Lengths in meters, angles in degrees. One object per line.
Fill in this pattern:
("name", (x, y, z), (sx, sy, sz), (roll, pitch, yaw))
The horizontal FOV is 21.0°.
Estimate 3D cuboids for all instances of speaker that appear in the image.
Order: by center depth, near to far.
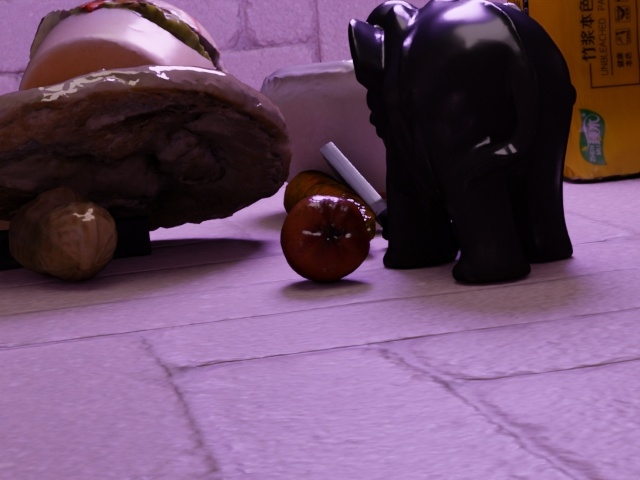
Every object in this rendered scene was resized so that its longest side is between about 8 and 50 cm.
("speaker", (-0.279, 0.003, 1.855), (0.191, 0.040, 0.046), (-6, 6, -4))

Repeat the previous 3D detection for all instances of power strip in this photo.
("power strip", (0.044, -0.056, 1.887), (0.019, 0.051, 0.136), (-37, 49, -4))

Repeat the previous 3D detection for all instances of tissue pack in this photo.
("tissue pack", (0.374, -0.282, 2.260), (0.228, 0.382, 0.293), (-4, 7, -7))

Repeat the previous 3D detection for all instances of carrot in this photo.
("carrot", (0.015, -0.034, 1.834), (0.066, 0.066, 0.314), (-7, 8, -10))

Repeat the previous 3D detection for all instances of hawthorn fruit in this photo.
("hawthorn fruit", (0.000, 0.000, 1.562), (0.081, 0.081, 0.093), (-7, -6, -14))

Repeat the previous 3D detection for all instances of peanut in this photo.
("peanut", (-0.252, -0.006, 1.715), (0.083, 0.093, 0.194), (40, -17, -23))

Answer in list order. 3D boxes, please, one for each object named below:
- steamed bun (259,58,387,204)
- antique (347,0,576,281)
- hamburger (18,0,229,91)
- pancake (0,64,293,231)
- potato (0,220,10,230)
("steamed bun", (0.061, -0.126, 2.063), (0.282, 0.177, 0.283), (-4, 4, 0))
("antique", (0.134, -0.105, 1.606), (0.185, 0.255, 0.322), (-10, 7, -18))
("hamburger", (-0.258, -0.180, 2.288), (0.302, 0.302, 0.170), (-3, 24, 16))
("pancake", (-0.216, -0.089, 1.807), (0.386, 0.082, 0.387), (-10, -20, -4))
("potato", (-0.362, -0.051, 2.046), (0.234, 0.128, 0.161), (-2, 25, -10))
